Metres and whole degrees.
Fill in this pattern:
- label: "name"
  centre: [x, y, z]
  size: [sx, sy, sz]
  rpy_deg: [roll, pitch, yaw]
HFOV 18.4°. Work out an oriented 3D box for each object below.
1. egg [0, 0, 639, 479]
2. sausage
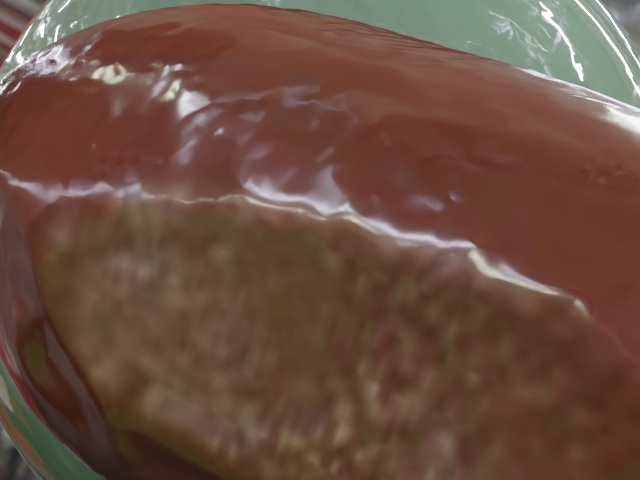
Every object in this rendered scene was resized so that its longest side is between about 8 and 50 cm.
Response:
- label: "egg"
  centre: [0.000, 0.000, 0.758]
  size: [0.276, 0.276, 0.389]
  rpy_deg: [29, 4, -11]
- label: "sausage"
  centre: [0.025, 0.024, 0.479]
  size: [0.254, 0.148, 0.148]
  rpy_deg: [16, -11, 17]
